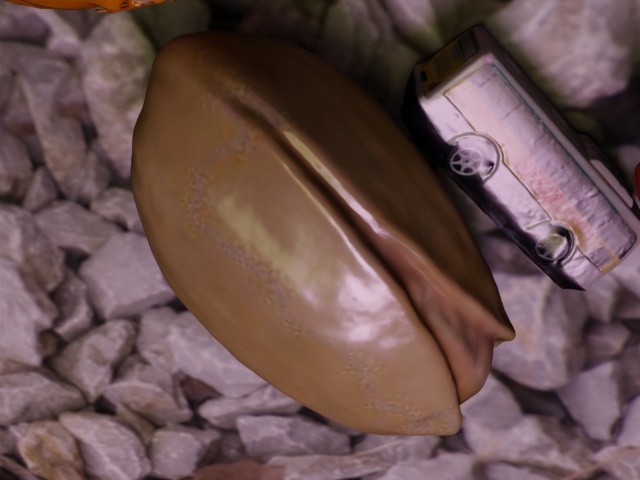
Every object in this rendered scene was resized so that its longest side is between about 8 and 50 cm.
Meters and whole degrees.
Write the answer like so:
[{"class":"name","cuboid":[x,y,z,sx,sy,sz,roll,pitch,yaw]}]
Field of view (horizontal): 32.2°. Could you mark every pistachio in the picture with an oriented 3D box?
[{"class":"pistachio","cuboid":[0.000,0.000,0.646,0.293,0.162,0.181,53,160,-25]}]

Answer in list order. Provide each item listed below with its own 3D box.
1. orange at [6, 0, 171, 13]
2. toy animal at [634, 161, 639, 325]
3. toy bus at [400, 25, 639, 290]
[{"class":"orange","cuboid":[-0.123,-0.210,0.504,0.234,0.182,0.234,8,142,6]},{"class":"toy animal","cuboid":[0.253,-0.004,0.610,0.171,0.171,0.198,-1,131,11]},{"class":"toy bus","cuboid":[0.124,-0.046,0.662,0.072,0.057,0.172,-38,114,22]}]
